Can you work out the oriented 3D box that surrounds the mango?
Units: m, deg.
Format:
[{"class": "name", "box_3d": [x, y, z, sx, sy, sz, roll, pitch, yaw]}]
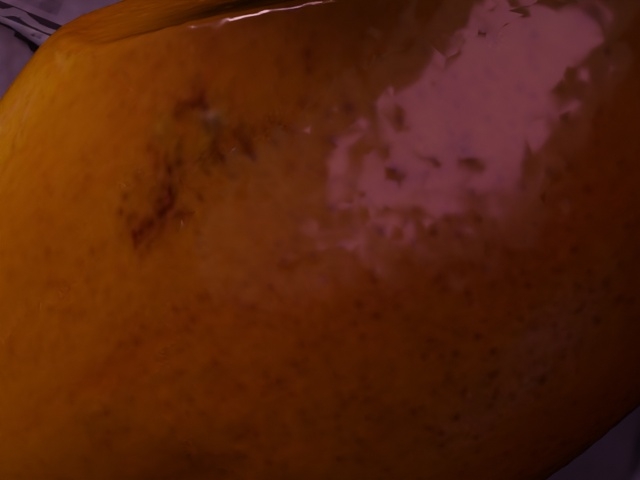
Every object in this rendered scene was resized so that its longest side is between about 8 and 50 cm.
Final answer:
[{"class": "mango", "box_3d": [0.000, 0.000, 0.474, 0.252, 0.126, 0.154, -29, 100, 4]}]
